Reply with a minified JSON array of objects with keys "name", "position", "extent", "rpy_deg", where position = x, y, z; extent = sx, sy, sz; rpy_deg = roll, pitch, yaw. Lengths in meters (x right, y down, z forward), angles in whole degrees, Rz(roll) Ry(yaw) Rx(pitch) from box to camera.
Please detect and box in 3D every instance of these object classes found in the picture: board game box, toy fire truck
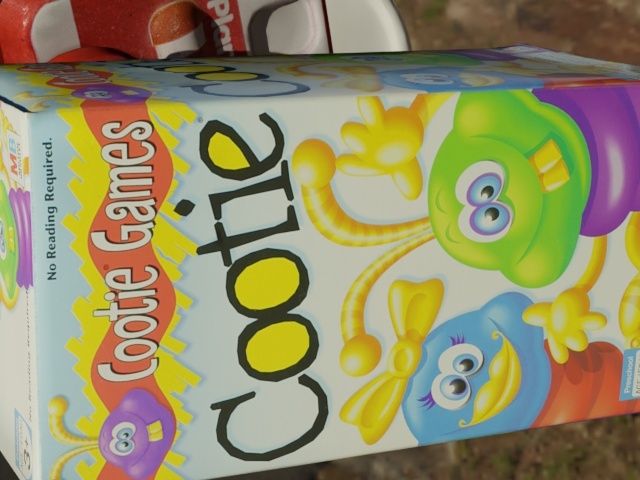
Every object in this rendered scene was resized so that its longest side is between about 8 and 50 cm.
[{"name":"board game box","position":[0.000,0.000,0.606],"extent":[0.275,0.144,0.142],"rpy_deg":[-5,14,-24]},{"name":"toy fire truck","position":[-0.087,-0.050,0.948],"extent":[0.254,0.302,0.169],"rpy_deg":[-25,30,-25]}]

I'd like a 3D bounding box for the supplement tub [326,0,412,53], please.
[{"name":"supplement tub","position":[-0.076,-0.144,1.407],"extent":[0.193,0.194,0.316],"rpy_deg":[-26,9,-36]}]
